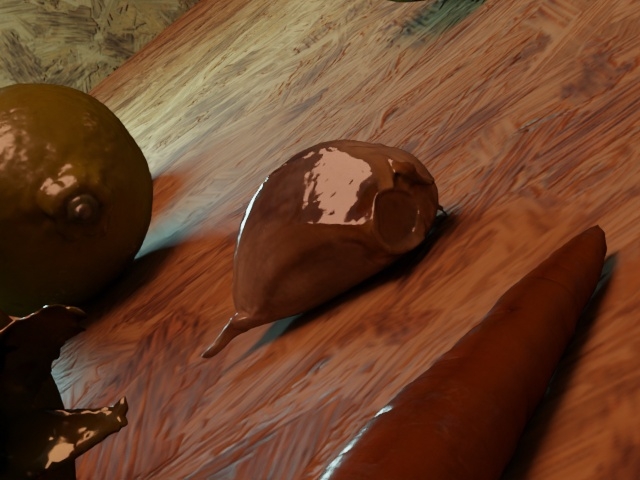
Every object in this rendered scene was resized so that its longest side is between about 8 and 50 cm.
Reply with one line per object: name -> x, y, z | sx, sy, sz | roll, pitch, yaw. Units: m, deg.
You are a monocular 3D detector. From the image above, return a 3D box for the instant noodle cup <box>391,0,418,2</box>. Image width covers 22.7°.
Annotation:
instant noodle cup -> 0.083, -0.279, 1.276 | 0.205, 0.205, 0.153 | -40, 2, -9

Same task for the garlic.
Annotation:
garlic -> -0.004, -0.007, 0.800 | 0.152, 0.066, 0.084 | -26, 19, 34

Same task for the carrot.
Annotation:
carrot -> 0.054, 0.048, 0.525 | 0.048, 0.048, 0.216 | -26, 13, 43

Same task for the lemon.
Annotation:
lemon -> -0.218, -0.032, 1.220 | 0.184, 0.184, 0.248 | -43, 13, -23

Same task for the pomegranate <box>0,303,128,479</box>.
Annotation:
pomegranate -> -0.199, 0.097, 0.668 | 0.256, 0.221, 0.221 | -23, 18, 24
